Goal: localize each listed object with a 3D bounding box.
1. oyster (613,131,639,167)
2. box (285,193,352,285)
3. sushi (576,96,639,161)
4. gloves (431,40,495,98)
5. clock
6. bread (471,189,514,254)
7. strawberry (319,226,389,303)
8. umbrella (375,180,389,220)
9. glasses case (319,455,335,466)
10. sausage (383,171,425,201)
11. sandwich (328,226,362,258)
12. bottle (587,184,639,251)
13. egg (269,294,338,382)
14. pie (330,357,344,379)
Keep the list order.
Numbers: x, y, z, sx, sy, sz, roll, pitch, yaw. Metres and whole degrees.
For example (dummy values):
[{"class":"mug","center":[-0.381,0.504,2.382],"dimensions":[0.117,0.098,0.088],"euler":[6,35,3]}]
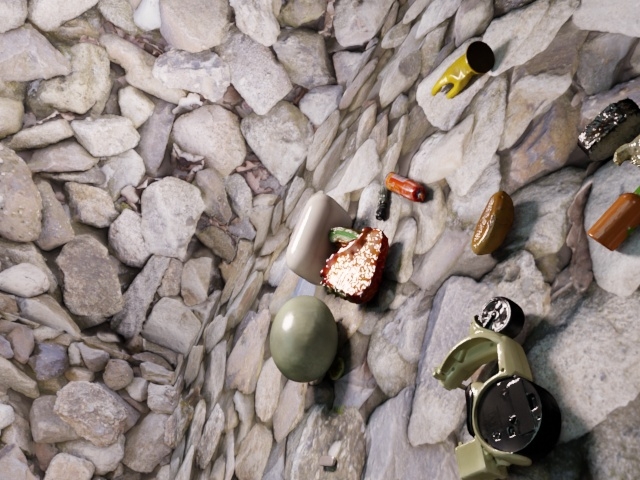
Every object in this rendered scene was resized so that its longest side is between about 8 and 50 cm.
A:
[{"class":"oyster","center":[0.714,-0.207,1.148],"dimensions":[0.191,0.081,0.163],"euler":[-44,33,46]},{"class":"box","center":[-0.001,0.000,2.241],"dimensions":[0.141,0.288,0.349],"euler":[14,76,32]},{"class":"sushi","center":[0.678,-0.256,1.262],"dimensions":[0.150,0.090,0.078],"euler":[-53,33,37]},{"class":"gloves","center":[0.518,-0.627,2.033],"dimensions":[0.133,0.116,0.294],"euler":[-41,6,-18]},{"class":"clock","center":[0.384,0.333,1.241],"dimensions":[0.276,0.120,0.379],"euler":[-43,30,31]},{"class":"bread","center":[0.478,-0.041,1.488],"dimensions":[0.114,0.077,0.189],"euler":[-139,75,-88]},{"class":"strawberry","center":[0.140,0.106,1.987],"dimensions":[0.253,0.150,0.280],"euler":[-4,58,41]},{"class":"umbrella","center":[0.245,-0.161,2.158],"dimensions":[0.050,0.046,0.189],"euler":[-4,55,22]},{"class":"glasses case","center":[0.022,0.710,1.742],"dimensions":[0.083,0.021,0.032],"euler":[-32,41,53]},{"class":"sausage","center":[0.318,-0.195,2.007],"dimensions":[0.074,0.074,0.274],"euler":[-61,24,7]},{"class":"sandwich","center":[0.117,0.031,2.133],"dimensions":[0.184,0.109,0.160],"euler":[9,92,43]},{"class":"bottle","center":[0.652,-0.066,1.139],"dimensions":[0.187,0.069,0.069],"euler":[-54,24,18]},{"class":"egg","center":[-0.060,0.359,1.997],"dimensions":[0.258,0.258,0.352],"euler":[-46,29,36]},{"class":"pie","center":[0.060,0.458,1.932],"dimensions":[0.084,0.021,0.084],"euler":[-47,28,35]}]
